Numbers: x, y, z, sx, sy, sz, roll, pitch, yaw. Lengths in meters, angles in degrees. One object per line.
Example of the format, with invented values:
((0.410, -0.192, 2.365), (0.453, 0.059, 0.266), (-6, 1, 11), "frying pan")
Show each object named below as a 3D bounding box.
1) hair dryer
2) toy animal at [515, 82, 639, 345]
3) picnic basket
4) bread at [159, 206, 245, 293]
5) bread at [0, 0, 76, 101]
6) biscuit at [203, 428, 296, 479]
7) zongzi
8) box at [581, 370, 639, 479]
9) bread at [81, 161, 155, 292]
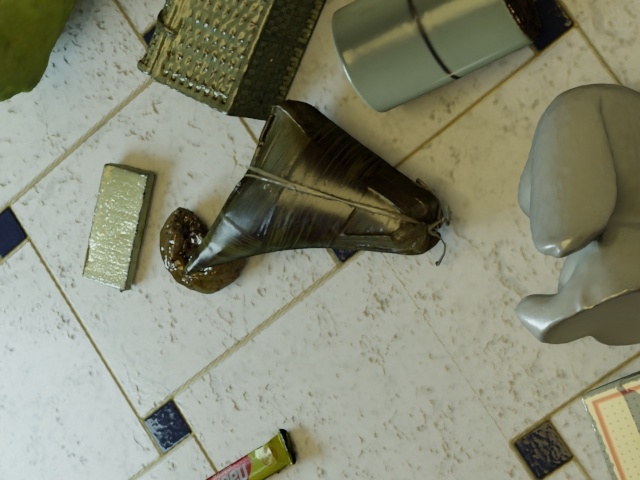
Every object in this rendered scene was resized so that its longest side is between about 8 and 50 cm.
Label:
((0.091, -0.342, 1.716), (0.203, 0.128, 0.362), (-24, 74, 23), "hair dryer")
((0.308, -0.037, 1.580), (0.206, 0.271, 0.265), (-41, 49, 47), "toy animal")
((-0.103, -0.257, 1.785), (0.154, 0.134, 0.196), (27, 102, 22), "picnic basket")
((-0.148, 0.018, 1.849), (0.113, 0.060, 0.082), (30, 100, 19), "bread")
((-0.425, -0.343, 1.823), (0.348, 0.348, 0.308), (25, 110, 21), "bread")
((-0.147, 0.313, 1.875), (0.292, 0.026, 0.048), (-34, 59, 20), "biscuit")
((0.000, 0.000, 1.752), (0.247, 0.111, 0.241), (36, 101, 17), "zongzi")
((0.455, 0.196, 1.572), (0.330, 0.095, 0.210), (-23, 82, 21), "box")
((-0.247, -0.017, 1.909), (0.068, 0.028, 0.154), (15, 98, 23), "bread")
